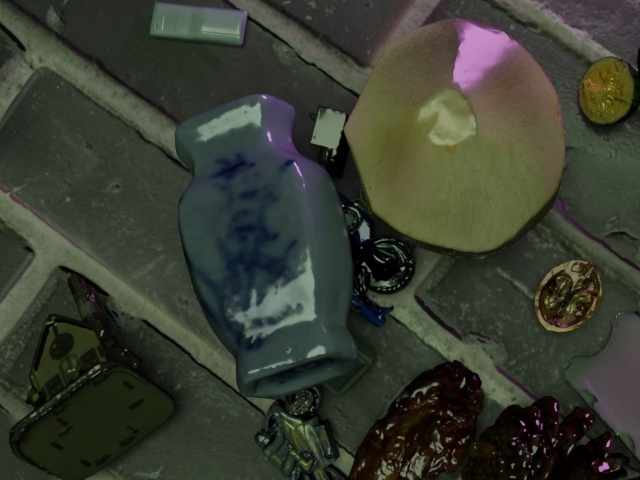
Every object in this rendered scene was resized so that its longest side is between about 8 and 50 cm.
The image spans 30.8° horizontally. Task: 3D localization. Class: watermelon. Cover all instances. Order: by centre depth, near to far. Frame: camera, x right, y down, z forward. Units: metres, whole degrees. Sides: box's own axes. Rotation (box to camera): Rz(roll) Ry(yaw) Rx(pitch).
[{"bbox_3d":[0.447,-0.225,1.763,0.105,0.062,0.105,0,91,48],"label":"watermelon"}]

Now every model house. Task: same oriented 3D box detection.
[{"bbox_3d":[-0.393,0.197,1.816,0.218,0.205,0.278,-37,50,2],"label":"model house"}]

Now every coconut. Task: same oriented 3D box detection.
[{"bbox_3d":[0.194,-0.142,1.660,0.353,0.352,0.352,-1,83,9],"label":"coconut"}]

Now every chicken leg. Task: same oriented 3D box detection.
[{"bbox_3d":[0.119,0.361,1.719,0.158,0.096,0.407,16,71,37],"label":"chicken leg"}]

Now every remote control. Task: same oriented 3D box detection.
[{"bbox_3d":[-0.201,-0.356,1.899,0.162,0.029,0.061,7,83,10],"label":"remote control"}]

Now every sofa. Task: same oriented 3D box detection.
[{"bbox_3d":[0.009,-0.150,1.784,0.060,0.147,0.085,13,85,7],"label":"sofa"}]

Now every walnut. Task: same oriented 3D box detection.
[{"bbox_3d":[0.372,0.086,1.750,0.091,0.052,0.121,37,88,12],"label":"walnut"}]

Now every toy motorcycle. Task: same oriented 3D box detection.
[{"bbox_3d":[-0.039,0.313,1.780,0.124,0.061,0.193,-12,94,16],"label":"toy motorcycle"},{"bbox_3d":[0.000,0.000,1.792,0.315,0.113,0.169,40,101,3],"label":"toy motorcycle"}]

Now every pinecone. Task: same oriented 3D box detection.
[{"bbox_3d":[0.338,0.354,1.647,0.309,0.244,0.244,40,91,-11],"label":"pinecone"}]

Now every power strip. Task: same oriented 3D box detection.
[{"bbox_3d":[-0.039,0.157,1.787,0.216,0.061,0.145,41,113,-5],"label":"power strip"}]

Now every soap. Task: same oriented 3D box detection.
[{"bbox_3d":[0.483,0.245,1.612,0.159,0.258,0.302,-40,79,4],"label":"soap"}]

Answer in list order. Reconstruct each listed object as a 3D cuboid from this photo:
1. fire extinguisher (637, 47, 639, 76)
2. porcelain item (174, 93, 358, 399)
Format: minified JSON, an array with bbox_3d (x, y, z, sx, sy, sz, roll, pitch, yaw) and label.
[{"bbox_3d":[0.646,-0.271,1.714,0.337,0.114,0.135,-8,104,7],"label":"fire extinguisher"},{"bbox_3d":[-0.076,0.008,1.646,0.243,0.178,0.405,-20,69,10],"label":"porcelain item"}]
